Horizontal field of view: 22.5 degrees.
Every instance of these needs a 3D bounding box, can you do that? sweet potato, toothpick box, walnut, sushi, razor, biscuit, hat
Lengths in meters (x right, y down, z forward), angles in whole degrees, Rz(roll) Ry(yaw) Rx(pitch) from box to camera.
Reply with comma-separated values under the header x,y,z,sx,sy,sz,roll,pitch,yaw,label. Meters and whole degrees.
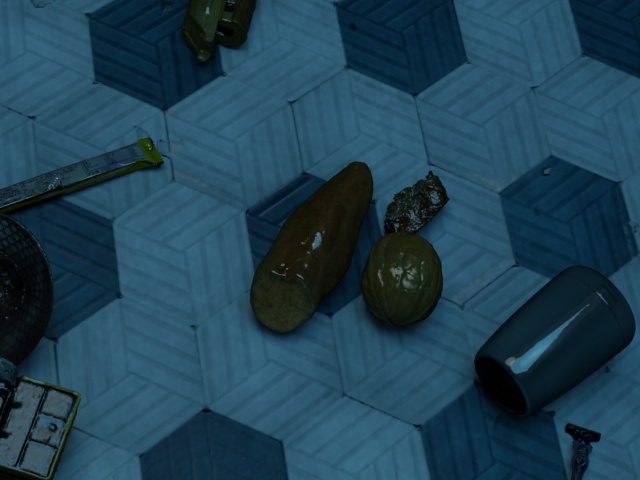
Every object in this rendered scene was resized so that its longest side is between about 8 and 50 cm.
x,y,z,sx,sy,sz,roll,pitch,yaw,label
0.000,0.000,1.962,0.097,0.097,0.251,30,63,7,sweet potato
0.277,0.125,1.928,0.184,0.120,0.120,-37,74,-22,toothpick box
0.100,0.045,1.954,0.105,0.105,0.124,15,58,-2,walnut
0.119,-0.044,2.031,0.055,0.052,0.120,47,66,-2,sushi
0.297,0.286,1.897,0.044,0.028,0.154,19,61,0,razor
-0.334,-0.069,1.979,0.292,0.026,0.048,-20,63,-19,biscuit
-0.380,0.059,1.879,0.193,0.082,0.193,0,90,17,hat

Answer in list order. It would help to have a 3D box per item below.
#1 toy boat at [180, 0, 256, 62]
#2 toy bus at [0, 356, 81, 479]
x,y,z,sx,sy,sz,roll,pitch,yaw,label
-0.125,-0.335,2.136,0.088,0.068,0.226,16,58,-6,toy boat
-0.440,0.179,1.774,0.336,0.123,0.121,17,62,0,toy bus
